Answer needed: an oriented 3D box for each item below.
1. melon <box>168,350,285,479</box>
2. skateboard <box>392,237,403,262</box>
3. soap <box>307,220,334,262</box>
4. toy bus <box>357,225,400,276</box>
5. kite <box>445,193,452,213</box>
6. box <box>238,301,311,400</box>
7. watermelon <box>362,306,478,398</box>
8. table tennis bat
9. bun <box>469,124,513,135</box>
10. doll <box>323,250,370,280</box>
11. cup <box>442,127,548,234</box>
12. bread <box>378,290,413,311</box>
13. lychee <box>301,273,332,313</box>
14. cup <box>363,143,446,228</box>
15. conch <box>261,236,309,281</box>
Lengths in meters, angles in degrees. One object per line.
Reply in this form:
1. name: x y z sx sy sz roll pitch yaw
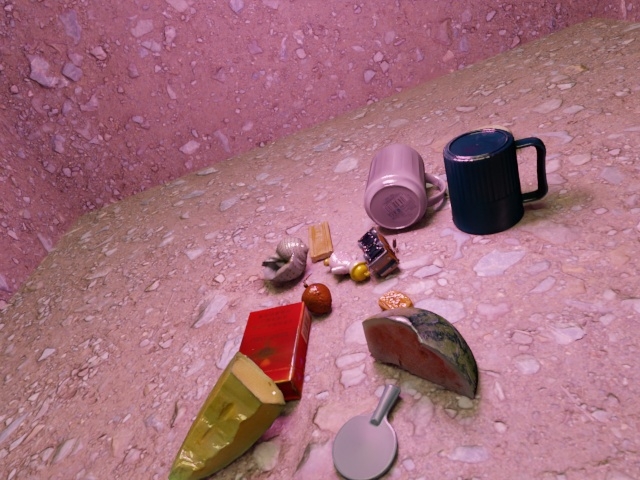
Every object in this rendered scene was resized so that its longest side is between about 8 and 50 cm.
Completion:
1. melon: -0.255 0.468 1.110 0.196 0.124 0.323 39 90 24
2. skateboard: 0.269 0.039 1.540 0.032 0.064 0.083 -8 42 0
3. soap: 0.000 -0.001 1.798 0.092 0.037 0.252 -18 31 6
4. toy bus: 0.203 0.043 1.526 0.091 0.103 0.182 -43 26 14
5. kite: 0.551 -0.187 1.747 0.169 0.015 0.310 -24 31 -1
6. box: -0.144 0.335 1.315 0.197 0.089 0.313 -12 31 14
7. watermelon: 0.266 0.269 1.111 0.305 0.224 0.180 15 91 43
8. table tennis bat: 0.122 0.443 1.021 0.152 0.040 0.244 6 45 38
9. bun: 0.730 -0.420 1.892 0.195 0.118 0.195 -11 34 8
10. doll: 0.098 0.090 1.548 0.129 0.081 0.207 -28 31 -34
11. cup: 0.577 -0.202 1.474 0.307 0.292 0.242 12 46 43
12. bread: 0.231 0.194 1.332 0.083 0.044 0.110 -31 33 -21
13. lychee: -0.021 0.185 1.455 0.140 0.101 0.114 22 13 31
14. cup: 0.341 -0.203 1.732 0.322 0.237 0.327 11 35 3
15. conch: -0.122 0.081 1.663 0.200 0.131 0.172 -37 47 34
